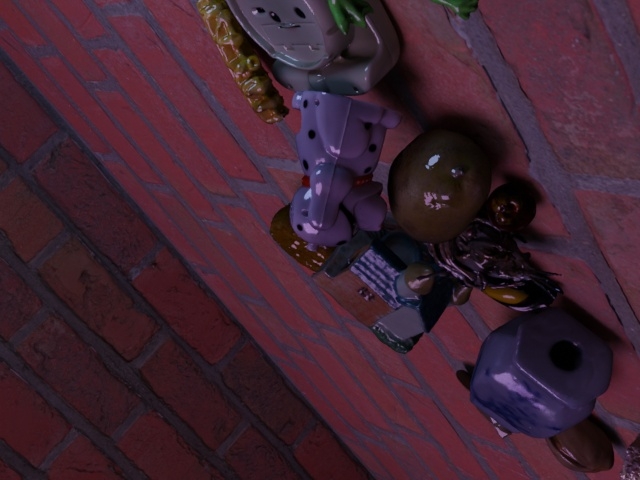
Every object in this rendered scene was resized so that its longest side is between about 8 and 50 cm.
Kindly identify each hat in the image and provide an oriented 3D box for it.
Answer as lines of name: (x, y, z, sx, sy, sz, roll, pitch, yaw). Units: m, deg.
hat: (0.423, 0.372, 2.240, 0.166, 0.144, 0.173, 53, -159, -35)

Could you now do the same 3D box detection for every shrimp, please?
shrimp: (0.262, 0.027, 1.602, 0.137, 0.172, 0.372, 31, -175, -34)

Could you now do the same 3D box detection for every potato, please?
potato: (0.195, -0.090, 1.483, 0.174, 0.159, 0.251, 63, 168, 4)

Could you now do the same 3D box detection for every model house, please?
model house: (0.179, 0.067, 1.841, 0.267, 0.194, 0.325, 42, 158, -5)

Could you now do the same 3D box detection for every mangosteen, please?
mangosteen: (0.312, -0.054, 1.482, 0.081, 0.081, 0.081, 36, 160, 15)

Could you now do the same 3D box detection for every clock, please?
clock: (0.027, -0.104, 1.481, 0.189, 0.254, 0.189, 8, -177, 0)
clock: (-0.041, -0.376, 1.420, 0.265, 0.108, 0.324, 15, 148, 53)

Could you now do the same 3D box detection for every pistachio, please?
pistachio: (0.568, 0.441, 2.023, 0.185, 0.124, 0.124, 52, 165, 21)

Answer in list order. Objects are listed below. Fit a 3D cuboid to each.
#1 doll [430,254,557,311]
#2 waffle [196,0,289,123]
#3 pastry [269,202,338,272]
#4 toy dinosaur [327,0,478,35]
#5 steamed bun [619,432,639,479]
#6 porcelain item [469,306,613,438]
doll: (0.327, 0.068, 1.713, 0.249, 0.127, 0.088, 26, 123, 30)
waffle: (-0.136, -0.314, 1.628, 0.283, 0.065, 0.309, 60, -176, 17)
pastry: (0.000, 0.000, 2.115, 0.240, 0.132, 0.235, 23, 152, 45)
toy dinosaur: (0.023, -0.448, 1.106, 0.500, 0.144, 0.374, 39, 156, -7)
steamed bun: (0.712, 0.521, 1.826, 0.225, 0.170, 0.200, 26, 151, 35)
porcelain item: (0.426, 0.271, 1.817, 0.242, 0.178, 0.405, 38, 163, 9)
